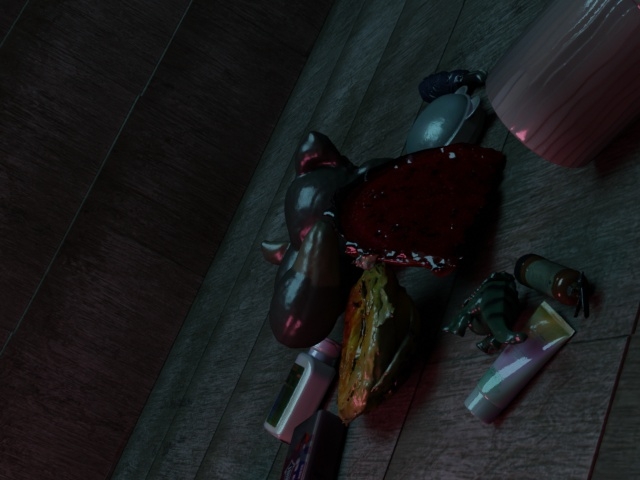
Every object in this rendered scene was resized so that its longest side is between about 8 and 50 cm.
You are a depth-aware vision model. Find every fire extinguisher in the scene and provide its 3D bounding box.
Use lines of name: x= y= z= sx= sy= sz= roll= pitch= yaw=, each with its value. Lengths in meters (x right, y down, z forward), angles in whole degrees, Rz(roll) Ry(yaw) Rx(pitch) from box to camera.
fire extinguisher: x=0.316 y=0.059 z=1.296 sx=0.177 sy=0.050 sz=0.062 roll=-141 pitch=57 yaw=-75

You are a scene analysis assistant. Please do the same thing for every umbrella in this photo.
umbrella: x=0.288 y=-0.334 z=2.047 sx=0.071 sy=0.071 sz=0.248 roll=-65 pitch=20 yaw=-13

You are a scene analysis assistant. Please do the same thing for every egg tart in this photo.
egg tart: x=0.103 y=0.180 z=1.630 sx=0.297 sy=0.132 sz=0.297 roll=-163 pitch=90 yaw=-84

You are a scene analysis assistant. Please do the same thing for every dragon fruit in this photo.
dragon fruit: x=0.157 y=-0.049 z=1.669 sx=0.343 sy=0.282 sz=0.100 roll=-56 pitch=-32 yaw=-43

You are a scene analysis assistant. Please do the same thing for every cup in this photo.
cup: x=0.389 y=-0.278 z=1.358 sx=0.273 sy=0.208 sz=0.288 roll=-50 pitch=20 yaw=38

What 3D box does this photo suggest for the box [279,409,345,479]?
box: x=-0.025 y=0.417 z=1.700 sx=0.120 sy=0.069 sz=0.224 roll=-46 pitch=21 yaw=45

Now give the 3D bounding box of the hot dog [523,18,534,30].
hot dog: x=0.385 y=-0.304 z=1.657 sx=0.144 sy=0.075 sz=0.268 roll=-44 pitch=25 yaw=39

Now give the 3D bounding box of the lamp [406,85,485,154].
lamp: x=0.224 y=-0.193 z=1.908 sx=0.246 sy=0.108 sz=0.179 roll=-57 pitch=12 yaw=14

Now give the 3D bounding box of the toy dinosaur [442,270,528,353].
toy dinosaur: x=0.228 y=0.114 z=1.335 sx=0.120 sy=0.079 sz=0.292 roll=-56 pitch=-2 yaw=18

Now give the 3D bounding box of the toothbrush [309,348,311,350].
toothbrush: x=0.041 y=0.112 z=2.108 sx=0.294 sy=0.028 sz=0.026 roll=-69 pitch=16 yaw=-9

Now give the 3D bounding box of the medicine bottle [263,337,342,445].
medicine bottle: x=-0.031 y=0.292 z=1.916 sx=0.219 sy=0.078 sz=0.115 roll=-63 pitch=14 yaw=-7

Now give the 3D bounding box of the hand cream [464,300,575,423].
hand cream: x=0.262 y=0.165 z=1.292 sx=0.174 sy=0.047 sz=0.076 roll=-52 pitch=34 yaw=12

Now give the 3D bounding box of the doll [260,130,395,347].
doll: x=0.035 y=0.008 z=1.839 sx=0.378 sy=0.252 sz=0.382 roll=-115 pitch=36 yaw=-68
